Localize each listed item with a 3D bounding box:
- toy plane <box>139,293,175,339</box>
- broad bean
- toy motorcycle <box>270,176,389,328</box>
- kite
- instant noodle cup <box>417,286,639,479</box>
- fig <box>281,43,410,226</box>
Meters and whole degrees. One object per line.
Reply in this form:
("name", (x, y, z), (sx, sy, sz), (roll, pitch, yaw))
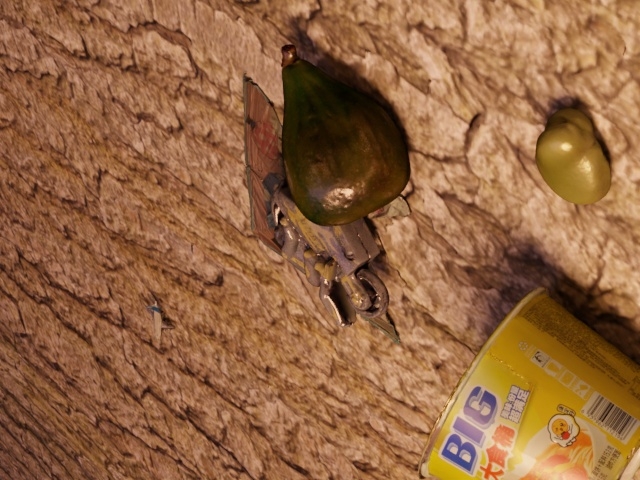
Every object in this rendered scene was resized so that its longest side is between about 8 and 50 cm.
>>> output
("toy plane", (-0.233, 0.113, 1.848), (0.078, 0.024, 0.084), (35, 152, 30))
("broad bean", (0.199, -0.064, 1.022), (0.063, 0.045, 0.083), (7, 135, 40))
("toy motorcycle", (0.000, 0.000, 1.333), (0.124, 0.061, 0.193), (-16, 101, 52))
("kite", (-0.005, -0.029, 1.383), (0.314, 0.011, 0.335), (-12, 111, 59))
("instant noodle cup", (0.202, 0.157, 1.108), (0.153, 0.205, 0.205), (30, 144, 20))
("fig", (0.011, -0.101, 1.200), (0.177, 0.117, 0.117), (64, 154, 16))
